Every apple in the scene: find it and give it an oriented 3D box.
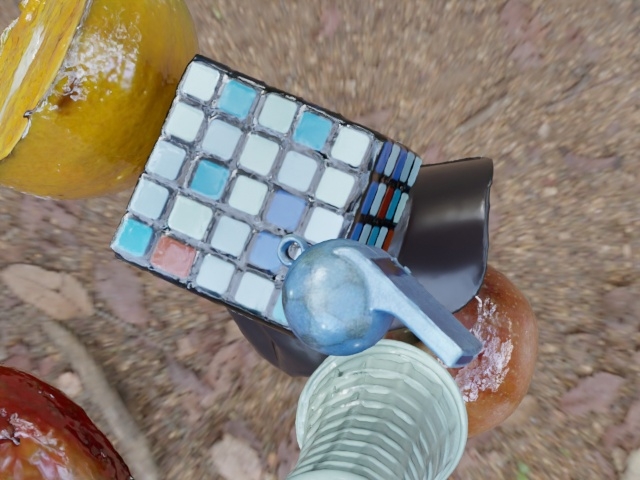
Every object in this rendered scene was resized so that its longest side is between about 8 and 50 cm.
[{"bbox_3d":[0.137,0.111,1.680,0.162,0.201,0.201,28,89,-42],"label":"apple"}]

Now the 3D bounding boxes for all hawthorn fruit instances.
[{"bbox_3d":[-0.230,0.158,1.068,0.181,0.181,0.235,-42,80,0],"label":"hawthorn fruit"}]

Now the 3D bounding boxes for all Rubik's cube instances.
[{"bbox_3d":[-0.039,-0.029,1.379,0.187,0.182,0.184,24,91,14],"label":"Rubik's cube"}]

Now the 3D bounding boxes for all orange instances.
[{"bbox_3d":[-0.232,-0.161,1.498,0.274,0.310,0.274,-1,85,9],"label":"orange"}]

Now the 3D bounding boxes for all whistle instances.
[{"bbox_3d":[0.027,0.051,1.128,0.090,0.090,0.158,-45,74,0],"label":"whistle"}]

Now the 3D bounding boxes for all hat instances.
[{"bbox_3d":[-0.001,-0.019,1.596,0.209,0.336,0.238,34,48,-32],"label":"hat"}]

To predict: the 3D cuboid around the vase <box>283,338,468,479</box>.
[{"bbox_3d":[0.026,0.176,1.197,0.143,0.299,0.143,2,100,9],"label":"vase"}]
